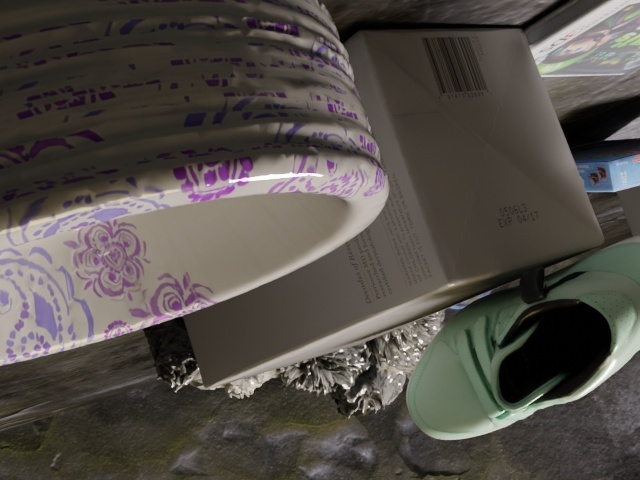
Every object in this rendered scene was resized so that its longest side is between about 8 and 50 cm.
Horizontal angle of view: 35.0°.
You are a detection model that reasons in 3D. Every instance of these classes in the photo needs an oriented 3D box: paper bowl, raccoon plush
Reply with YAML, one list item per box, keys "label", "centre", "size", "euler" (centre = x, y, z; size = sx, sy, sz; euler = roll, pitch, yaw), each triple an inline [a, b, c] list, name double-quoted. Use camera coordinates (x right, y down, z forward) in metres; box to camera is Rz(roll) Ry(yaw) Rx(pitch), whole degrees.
- label: "paper bowl"
  centre: [-0.122, -0.041, 0.467]
  size: [0.284, 0.148, 0.284]
  euler: [-17, 170, -3]
- label: "raccoon plush"
  centre: [0.000, 0.000, 1.069]
  size: [0.299, 0.216, 0.446]
  euler: [15, 117, -41]

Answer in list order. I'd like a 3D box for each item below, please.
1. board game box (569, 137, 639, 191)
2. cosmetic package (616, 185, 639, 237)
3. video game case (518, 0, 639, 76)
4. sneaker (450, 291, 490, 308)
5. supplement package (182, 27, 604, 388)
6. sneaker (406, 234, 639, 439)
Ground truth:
- label: "board game box"
  centre: [0.334, -0.089, 1.175]
  size: [0.160, 0.039, 0.211]
  euler: [-14, -173, -20]
- label: "cosmetic package"
  centre: [0.597, 0.039, 1.519]
  size: [0.156, 0.385, 0.217]
  euler: [-16, 173, -4]
- label: "video game case"
  centre: [0.245, -0.170, 0.778]
  size: [0.190, 0.022, 0.173]
  euler: [-10, 168, -41]
- label: "sneaker"
  centre: [0.199, 0.052, 1.483]
  size: [0.087, 0.083, 0.221]
  euler: [-18, 166, 38]
- label: "supplement package"
  centre: [0.026, -0.018, 0.778]
  size: [0.177, 0.175, 0.293]
  euler: [-11, 168, -42]
- label: "sneaker"
  centre: [0.123, 0.084, 0.709]
  size: [0.256, 0.094, 0.151]
  euler: [-40, 167, 38]
